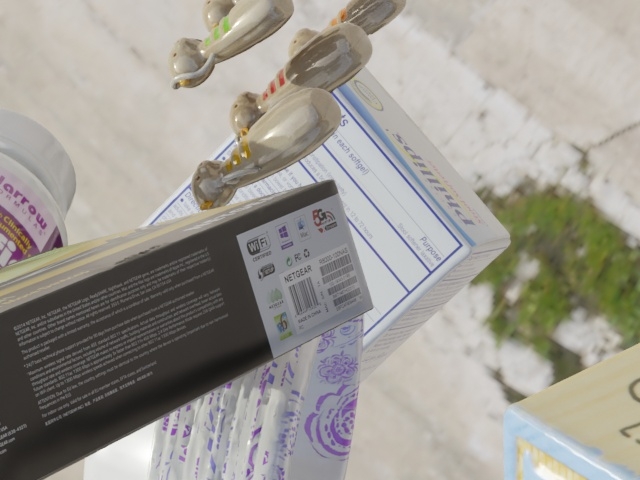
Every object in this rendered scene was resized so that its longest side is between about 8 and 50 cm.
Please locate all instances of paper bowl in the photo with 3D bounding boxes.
[{"bbox_3d":[-0.067,0.136,1.260,0.148,0.284,0.284,10,126,11],"label":"paper bowl"}]

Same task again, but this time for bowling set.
[{"bbox_3d":[-0.063,-0.181,1.545,0.154,0.287,0.200,-32,104,32],"label":"bowling set"}]

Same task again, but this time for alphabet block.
[{"bbox_3d":[0.302,0.233,1.694,0.192,0.197,0.193,33,134,46],"label":"alphabet block"}]

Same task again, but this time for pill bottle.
[{"bbox_3d":[-0.294,0.028,1.414,0.169,0.301,0.169,8,129,10],"label":"pill bottle"}]

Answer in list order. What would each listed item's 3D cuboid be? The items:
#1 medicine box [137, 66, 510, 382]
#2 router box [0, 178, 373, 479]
[{"bbox_3d":[0.000,0.000,1.911,0.289,0.149,0.263,-44,77,18],"label":"medicine box"},{"bbox_3d":[-0.158,0.061,0.950,0.243,0.309,0.081,-13,97,38],"label":"router box"}]
